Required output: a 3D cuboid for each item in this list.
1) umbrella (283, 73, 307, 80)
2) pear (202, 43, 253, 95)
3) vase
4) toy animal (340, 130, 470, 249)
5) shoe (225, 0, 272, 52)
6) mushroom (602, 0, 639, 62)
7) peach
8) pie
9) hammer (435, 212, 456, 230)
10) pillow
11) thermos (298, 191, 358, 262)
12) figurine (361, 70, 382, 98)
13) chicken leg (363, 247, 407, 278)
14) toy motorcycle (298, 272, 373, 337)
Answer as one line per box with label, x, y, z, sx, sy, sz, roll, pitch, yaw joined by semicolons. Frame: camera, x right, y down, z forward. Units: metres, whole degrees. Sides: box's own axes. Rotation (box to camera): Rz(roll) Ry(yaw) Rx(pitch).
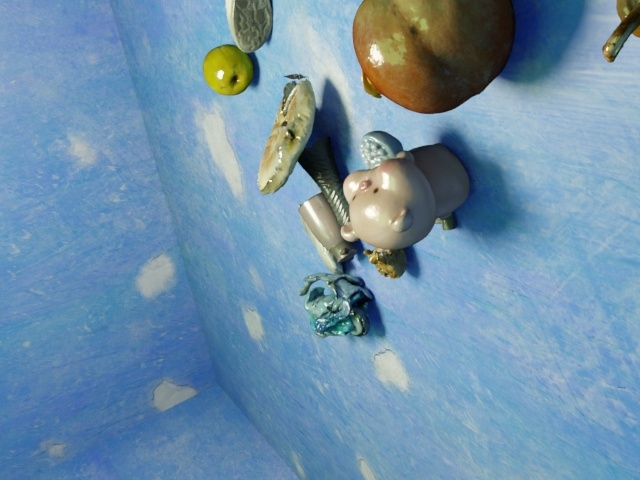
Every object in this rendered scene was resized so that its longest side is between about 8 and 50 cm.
umbrella;-0.069;-0.439;1.594;0.122;0.013;0.022;29;156;50
pear;-0.274;-0.506;1.770;0.162;0.149;0.149;-126;27;-46
vase;0.033;-0.140;1.550;0.237;0.115;0.115;61;153;2
toy animal;0.169;-0.089;1.186;0.210;0.221;0.229;-20;63;57
shoe;-0.212;-0.669;1.564;0.159;0.124;0.316;46;141;35
mushroom;0.405;-0.284;0.754;0.088;0.073;0.129;43;113;15
peach;0.185;-0.330;0.951;0.252;0.252;0.252;42;145;40
pie;-0.092;-0.267;1.554;0.337;0.075;0.337;-164;90;-75
hammer;0.230;-0.051;1.332;0.195;0.028;0.060;-1;103;63
pillow;0.000;0.000;1.743;0.229;0.051;0.128;60;-178;13
thermos;0.034;-0.028;1.648;0.193;0.105;0.137;58;-179;11
figurine;0.137;-0.394;1.129;0.156;0.131;0.246;-78;-12;-71
chicken leg;0.153;-0.007;1.429;0.085;0.101;0.207;12;113;60
toy motorcycle;0.034;0.192;1.737;0.260;0.154;0.206;-11;104;51
